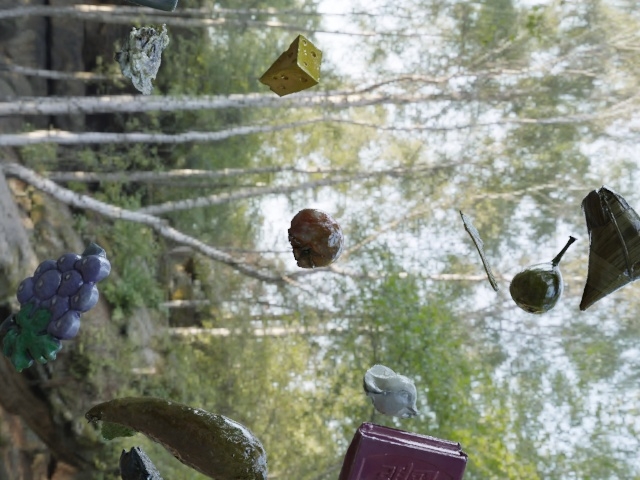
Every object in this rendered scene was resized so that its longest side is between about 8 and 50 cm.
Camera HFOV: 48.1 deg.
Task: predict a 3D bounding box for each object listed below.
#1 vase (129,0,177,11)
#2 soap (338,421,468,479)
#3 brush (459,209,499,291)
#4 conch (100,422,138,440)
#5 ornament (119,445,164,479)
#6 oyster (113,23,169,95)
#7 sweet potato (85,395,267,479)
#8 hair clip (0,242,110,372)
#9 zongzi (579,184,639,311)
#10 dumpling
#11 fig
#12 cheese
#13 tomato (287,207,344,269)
[{"bbox_3d":[-0.384,-0.497,1.375,0.086,0.214,0.086,-179,-90,-66],"label":"vase"},{"bbox_3d":[0.260,0.731,2.296,0.128,0.359,0.233,-112,-143,-78],"label":"soap"},{"bbox_3d":[0.337,0.027,1.508,0.010,0.082,0.218,-32,-140,20],"label":"brush"},{"bbox_3d":[-0.498,0.458,1.814,0.089,0.121,0.074,60,-12,15],"label":"conch"},{"bbox_3d":[-0.501,0.647,1.760,0.202,0.236,0.080,49,-7,22],"label":"ornament"},{"bbox_3d":[-0.364,-0.385,1.469,0.053,0.108,0.166,-17,-125,39],"label":"oyster"},{"bbox_3d":[-0.293,0.410,1.533,0.130,0.422,0.131,18,90,-76],"label":"sweet potato"},{"bbox_3d":[-0.361,0.088,0.979,0.195,0.124,0.052,-57,148,-14],"label":"hair clip"},{"bbox_3d":[0.770,0.022,1.996,0.286,0.288,0.134,57,0,19],"label":"zongzi"},{"bbox_3d":[0.243,0.502,2.427,0.142,0.247,0.173,-43,-151,25],"label":"dumpling"},{"bbox_3d":[0.640,0.088,2.058,0.259,0.151,0.151,-61,-176,-21],"label":"fig"},{"bbox_3d":[-0.088,-0.473,2.027,0.171,0.093,0.126,-27,-133,38],"label":"cheese"},{"bbox_3d":[0.000,0.000,2.439,0.181,0.155,0.214,-52,134,-36],"label":"tomato"}]
